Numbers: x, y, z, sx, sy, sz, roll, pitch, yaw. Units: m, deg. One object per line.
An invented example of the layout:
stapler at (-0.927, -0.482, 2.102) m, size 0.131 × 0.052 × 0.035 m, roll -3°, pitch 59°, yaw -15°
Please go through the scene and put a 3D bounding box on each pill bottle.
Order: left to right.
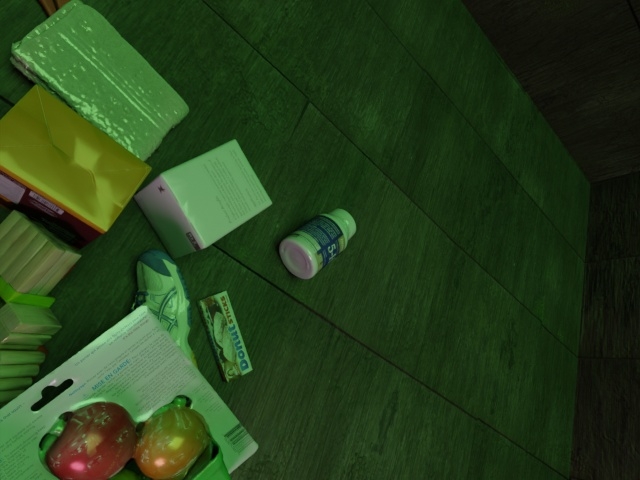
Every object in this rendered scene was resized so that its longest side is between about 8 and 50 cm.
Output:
pill bottle at (0.000, 0.000, 1.096) m, size 0.186 × 0.112 × 0.112 m, roll -39°, pitch 105°, yaw -38°

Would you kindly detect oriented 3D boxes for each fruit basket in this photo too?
fruit basket at (-0.309, 0.328, 0.699) m, size 0.327 × 0.165 × 0.353 m, roll -40°, pitch 111°, yaw -23°

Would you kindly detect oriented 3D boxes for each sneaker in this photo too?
sneaker at (-0.305, 0.163, 0.807) m, size 0.131 × 0.112 × 0.297 m, roll -8°, pitch 85°, yaw -40°

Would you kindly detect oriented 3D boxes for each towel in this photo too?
towel at (-0.404, -0.293, 0.859) m, size 0.282 × 0.049 × 0.187 m, roll 47°, pitch 55°, yaw -29°

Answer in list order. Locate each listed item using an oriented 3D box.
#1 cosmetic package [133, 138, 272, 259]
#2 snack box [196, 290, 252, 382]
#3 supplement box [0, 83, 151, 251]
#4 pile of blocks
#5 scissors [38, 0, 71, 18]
cosmetic package at (-0.230, -0.079, 0.895) m, size 0.183 × 0.151 × 0.151 m, roll -38°, pitch 104°, yaw -39°
snack box at (-0.199, 0.199, 0.944) m, size 0.064 × 0.022 × 0.178 m, roll -20°, pitch 93°, yaw -42°
supplement box at (-0.413, -0.099, 0.719) m, size 0.191 × 0.194 × 0.129 m, roll 39°, pitch 58°, yaw -27°
pile of blocks at (-0.477, 0.143, 0.690) m, size 0.112 × 0.148 × 0.362 m, roll 60°, pitch 43°, yaw -73°
scissors at (-0.474, -0.404, 0.850) m, size 0.109 × 0.021 × 0.297 m, roll -33°, pitch 101°, yaw -39°
